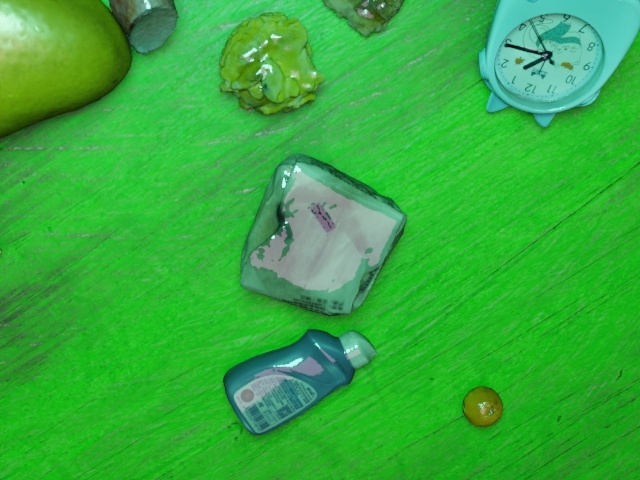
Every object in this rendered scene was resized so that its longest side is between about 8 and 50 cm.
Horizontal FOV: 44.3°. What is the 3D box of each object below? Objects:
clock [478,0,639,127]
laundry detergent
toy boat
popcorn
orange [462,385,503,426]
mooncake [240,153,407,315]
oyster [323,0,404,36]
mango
[{"bbox_3d":[0.374,-0.319,1.302,0.223,0.094,0.274,16,133,-5],"label":"clock"},{"bbox_3d":[-0.035,0.253,1.509,0.289,0.094,0.143,-28,105,1],"label":"laundry detergent"},{"bbox_3d":[-0.304,-0.435,1.181,0.096,0.206,0.282,-25,88,-9],"label":"toy boat"},{"bbox_3d":[-0.077,-0.282,1.282,0.173,0.142,0.174,1,86,-15],"label":"popcorn"},{"bbox_3d":[0.328,0.335,1.584,0.083,0.083,0.084,-2,111,-6],"label":"orange"},{"bbox_3d":[0.001,-0.001,1.388,0.254,0.136,0.250,25,104,-10],"label":"mooncake"},{"bbox_3d":[0.105,-0.449,1.255,0.161,0.107,0.233,32,106,-25],"label":"oyster"},{"bbox_3d":[-0.512,-0.285,1.179,0.444,0.220,0.302,2,108,-11],"label":"mango"}]
